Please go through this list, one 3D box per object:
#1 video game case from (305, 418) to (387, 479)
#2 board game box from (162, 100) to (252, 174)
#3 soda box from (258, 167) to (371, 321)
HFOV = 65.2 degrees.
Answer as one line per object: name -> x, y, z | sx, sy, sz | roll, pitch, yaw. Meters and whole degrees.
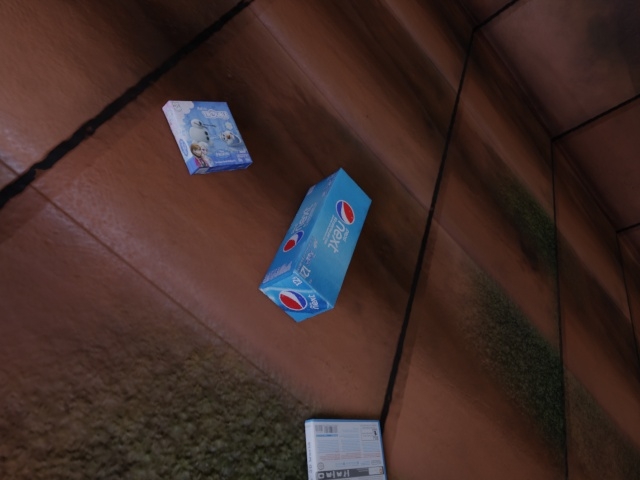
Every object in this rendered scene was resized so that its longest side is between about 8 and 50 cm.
video game case -> 0.035, 0.292, 0.569 | 0.119, 0.015, 0.166 | 19, 55, -40
board game box -> -0.138, -0.130, 0.622 | 0.090, 0.020, 0.090 | -18, 81, -50
soda box -> 0.000, 0.000, 0.659 | 0.071, 0.067, 0.210 | 44, 43, -20
